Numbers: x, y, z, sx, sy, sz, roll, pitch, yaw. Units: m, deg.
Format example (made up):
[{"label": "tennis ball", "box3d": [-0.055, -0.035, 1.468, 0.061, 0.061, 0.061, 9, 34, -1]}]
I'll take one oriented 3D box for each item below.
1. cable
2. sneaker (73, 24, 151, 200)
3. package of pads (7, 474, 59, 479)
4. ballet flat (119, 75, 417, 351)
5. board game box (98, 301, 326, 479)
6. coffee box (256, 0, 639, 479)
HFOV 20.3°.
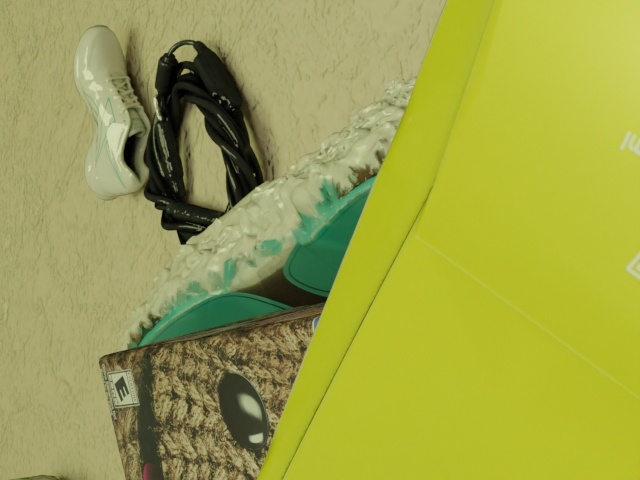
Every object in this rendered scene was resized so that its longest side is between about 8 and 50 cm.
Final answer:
[{"label": "cable", "box3d": [-0.100, -0.060, 1.437, 0.184, 0.047, 0.150, 61, 137, 34]}, {"label": "sneaker", "box3d": [-0.174, -0.113, 1.549, 0.061, 0.053, 0.152, -7, 92, 47]}, {"label": "package of pads", "box3d": [-0.223, 0.348, 1.589, 0.296, 0.101, 0.229, 19, 108, 54]}, {"label": "ballet flat", "box3d": [0.000, 0.000, 1.247, 0.409, 0.147, 0.147, -34, 63, 48]}, {"label": "board game box", "box3d": [0.016, 0.153, 1.054, 0.291, 0.141, 0.232, -15, 88, 57]}, {"label": "coffee box", "box3d": [0.238, 0.019, 0.601, 0.337, 0.334, 0.338, 37, 123, 26]}]
